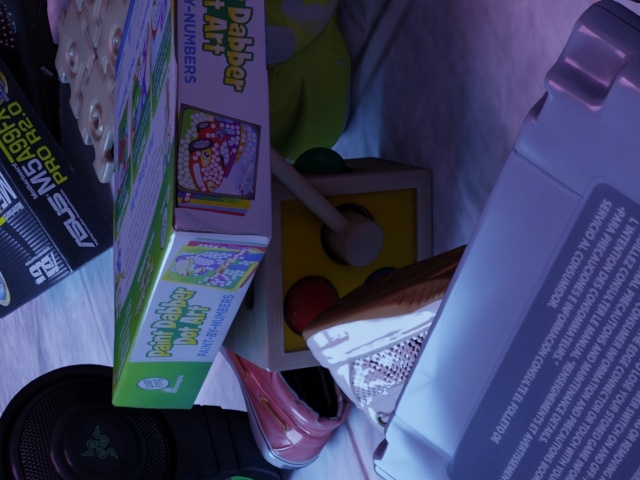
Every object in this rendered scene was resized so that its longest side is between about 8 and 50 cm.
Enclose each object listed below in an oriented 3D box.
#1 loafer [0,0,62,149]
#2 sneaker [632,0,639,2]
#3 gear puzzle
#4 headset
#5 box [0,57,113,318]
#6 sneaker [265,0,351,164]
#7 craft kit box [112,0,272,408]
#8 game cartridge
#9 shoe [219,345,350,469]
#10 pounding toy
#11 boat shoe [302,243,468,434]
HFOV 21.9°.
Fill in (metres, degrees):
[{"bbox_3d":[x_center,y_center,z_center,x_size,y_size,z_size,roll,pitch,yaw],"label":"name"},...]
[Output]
[{"bbox_3d":[-0.272,-0.159,1.572,0.080,0.078,0.220,28,138,26],"label":"loafer"},{"bbox_3d":[0.157,-0.246,0.624,0.182,0.127,0.315,-154,68,-64],"label":"sneaker"},{"bbox_3d":[-0.145,-0.221,1.329,0.175,0.044,0.339,64,145,37],"label":"gear puzzle"},{"bbox_3d":[-0.195,0.205,1.127,0.243,0.394,0.185,-34,62,38],"label":"headset"},{"bbox_3d":[-0.311,-0.048,1.584,0.216,0.060,0.270,58,153,-4],"label":"box"},{"bbox_3d":[-0.032,-0.172,1.044,0.126,0.091,0.240,-132,42,-51],"label":"sneaker"},{"bbox_3d":[-0.080,-0.060,0.948,0.250,0.061,0.246,119,155,-61],"label":"craft kit box"},{"bbox_3d":[0.140,0.065,0.686,0.198,0.062,0.297,33,137,12],"label":"game cartridge"},{"bbox_3d":[-0.033,0.064,1.137,0.178,0.063,0.081,66,148,21],"label":"shoe"},{"bbox_3d":[0.000,0.000,0.971,0.100,0.130,0.141,20,113,61],"label":"pounding toy"},{"bbox_3d":[0.102,0.047,0.832,0.277,0.098,0.096,-21,100,56],"label":"boat shoe"}]
